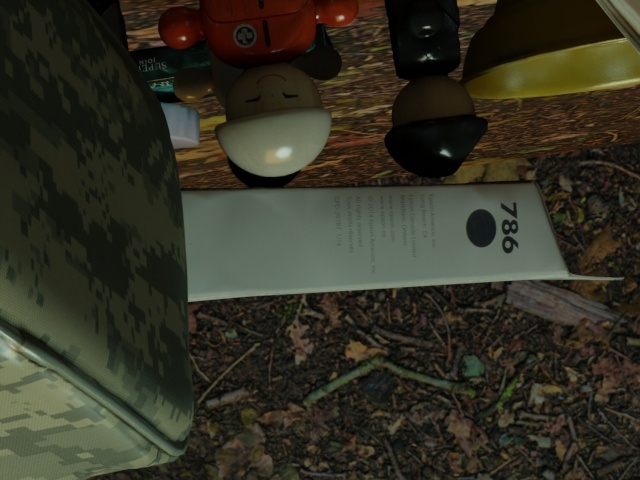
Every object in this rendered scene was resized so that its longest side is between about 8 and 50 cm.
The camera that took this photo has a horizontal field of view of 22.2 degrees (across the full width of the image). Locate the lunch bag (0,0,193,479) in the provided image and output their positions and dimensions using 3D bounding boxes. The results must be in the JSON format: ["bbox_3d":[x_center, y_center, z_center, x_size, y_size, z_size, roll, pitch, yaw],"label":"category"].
[{"bbox_3d":[-0.221,-0.016,0.632,0.256,0.212,0.305,-17,151,15],"label":"lunch bag"}]

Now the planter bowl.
[{"bbox_3d":[0.182,-0.151,1.002,0.217,0.090,0.217,-8,176,-1],"label":"planter bowl"}]

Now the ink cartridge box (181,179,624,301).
[{"bbox_3d":[0.000,0.000,0.940,0.333,0.065,0.165,-1,179,-35],"label":"ink cartridge box"}]

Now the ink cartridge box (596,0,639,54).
[{"bbox_3d":[0.242,-0.121,0.708,0.207,0.117,0.283,-41,168,13],"label":"ink cartridge box"}]

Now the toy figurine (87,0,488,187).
[{"bbox_3d":[-0.033,-0.096,0.919,0.210,0.148,0.213,-10,177,40],"label":"toy figurine"}]

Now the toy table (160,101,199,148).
[{"bbox_3d":[-0.228,-0.028,1.275,0.274,0.160,0.252,0,178,-15],"label":"toy table"}]

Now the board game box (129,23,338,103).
[{"bbox_3d":[-0.083,-0.133,1.268,0.186,0.026,0.126,-8,177,5],"label":"board game box"}]
